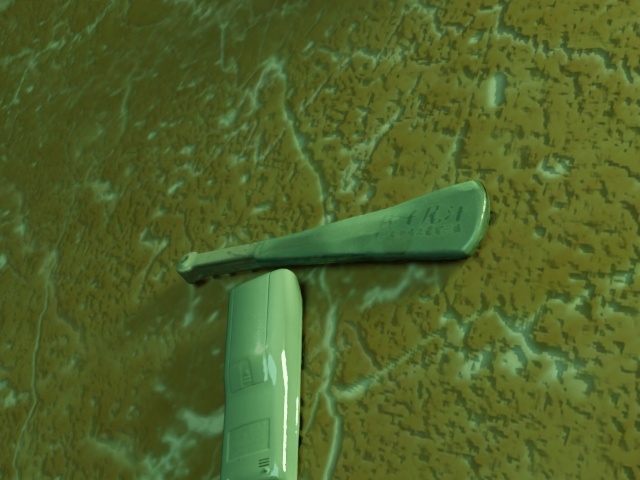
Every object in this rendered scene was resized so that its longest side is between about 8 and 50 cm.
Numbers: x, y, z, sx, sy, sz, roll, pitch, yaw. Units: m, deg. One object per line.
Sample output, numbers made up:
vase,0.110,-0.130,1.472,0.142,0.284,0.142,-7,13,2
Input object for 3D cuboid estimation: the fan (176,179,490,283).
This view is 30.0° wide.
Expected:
fan,0.000,0.000,0.852,0.282,0.023,0.057,-8,60,40

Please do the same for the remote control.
remote control,-0.043,0.098,0.818,0.061,0.029,0.162,-25,48,33
